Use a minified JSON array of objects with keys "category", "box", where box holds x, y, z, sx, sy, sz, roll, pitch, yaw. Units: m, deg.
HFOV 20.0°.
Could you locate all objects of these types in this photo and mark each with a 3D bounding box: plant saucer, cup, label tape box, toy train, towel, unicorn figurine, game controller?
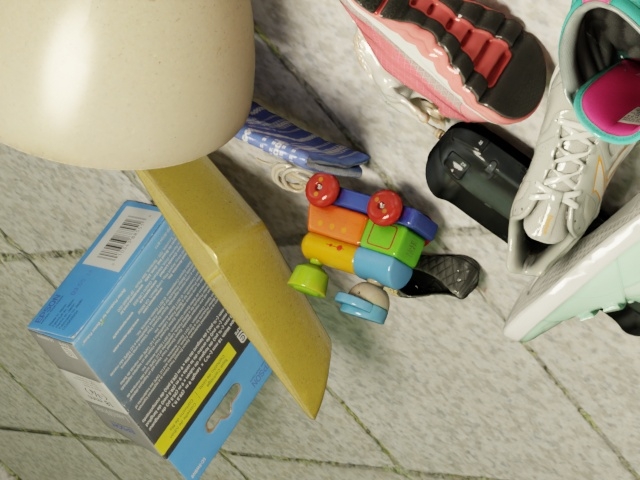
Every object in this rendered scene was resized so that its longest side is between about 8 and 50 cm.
[{"category":"plant saucer","box":[-0.108,0.016,2.243,0.333,0.081,0.333,50,171,46]},{"category":"cup","box":[-0.208,-0.260,1.785,0.331,0.331,0.237,28,129,16]},{"category":"label tape box","box":[-0.227,0.147,2.535,0.106,0.240,0.333,11,145,41]},{"category":"toy train","box":[0.000,0.000,2.088,0.248,0.143,0.105,17,171,33]},{"category":"towel","box":[-0.121,-0.157,1.985,0.336,0.040,0.243,27,-172,15]},{"category":"unicorn figurine","box":[0.082,-0.160,1.832,0.111,0.060,0.162,39,163,19]},{"category":"game controller","box":[0.251,-0.008,1.910,0.319,0.067,0.166,36,169,0]}]

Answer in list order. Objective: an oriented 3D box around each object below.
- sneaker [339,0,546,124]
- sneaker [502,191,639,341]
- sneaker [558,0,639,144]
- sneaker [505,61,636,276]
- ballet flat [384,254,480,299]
[{"category":"sneaker","box":[0.065,-0.213,1.703,0.314,0.116,0.136,44,155,-18]},{"category":"sneaker","box":[0.305,0.060,1.796,0.151,0.094,0.256,43,124,-11]},{"category":"sneaker","box":[0.295,-0.130,1.486,0.124,0.178,0.295,-1,137,52]},{"category":"sneaker","box":[0.235,-0.063,1.705,0.099,0.121,0.262,20,139,10]},{"category":"ballet flat","box":[0.123,0.047,2.156,0.057,0.049,0.173,46,153,-20]}]
